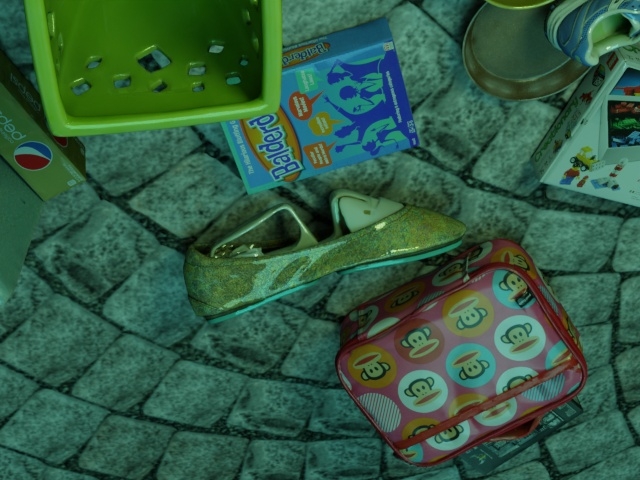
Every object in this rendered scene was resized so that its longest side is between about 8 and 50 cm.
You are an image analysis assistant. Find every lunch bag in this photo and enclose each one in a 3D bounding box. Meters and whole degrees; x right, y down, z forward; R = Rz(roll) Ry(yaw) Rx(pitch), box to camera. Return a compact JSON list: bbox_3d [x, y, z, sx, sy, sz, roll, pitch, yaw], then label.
[{"bbox_3d":[0.190,0.162,1.765,0.293,0.120,0.258,-30,109,18],"label":"lunch bag"}]

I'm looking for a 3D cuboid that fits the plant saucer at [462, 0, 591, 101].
[{"bbox_3d":[0.238,-0.231,1.520,0.168,0.029,0.168,-7,134,-8],"label":"plant saucer"}]

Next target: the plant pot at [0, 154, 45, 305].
[{"bbox_3d":[-0.471,-0.044,1.404,0.247,0.248,0.252,-25,115,11],"label":"plant pot"}]

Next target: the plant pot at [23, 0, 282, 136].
[{"bbox_3d":[-0.161,-0.254,1.287,0.228,0.207,0.227,-6,133,-7],"label":"plant pot"}]

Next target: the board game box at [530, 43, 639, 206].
[{"bbox_3d":[0.434,-0.122,1.649,0.305,0.053,0.193,12,129,-23],"label":"board game box"}]

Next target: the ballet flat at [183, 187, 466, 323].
[{"bbox_3d":[0.000,0.000,1.638,0.349,0.123,0.123,-17,134,1],"label":"ballet flat"}]

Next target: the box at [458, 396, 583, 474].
[{"bbox_3d":[0.235,0.222,1.921,0.183,0.059,0.233,-37,129,18],"label":"box"}]

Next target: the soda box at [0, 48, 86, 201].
[{"bbox_3d":[-0.327,-0.128,1.468,0.058,0.061,0.181,-26,132,13],"label":"soda box"}]

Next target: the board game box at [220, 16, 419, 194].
[{"bbox_3d":[-0.006,-0.149,1.530,0.210,0.047,0.160,-16,134,4],"label":"board game box"}]

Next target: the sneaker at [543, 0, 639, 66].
[{"bbox_3d":[0.346,-0.256,1.451,0.211,0.081,0.080,-35,130,10],"label":"sneaker"}]

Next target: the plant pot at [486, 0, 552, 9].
[{"bbox_3d":[0.202,-0.318,1.384,0.134,0.095,0.134,-6,134,-6],"label":"plant pot"}]
